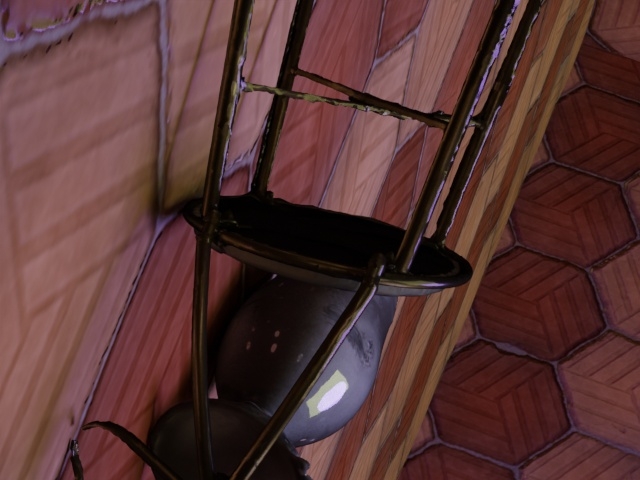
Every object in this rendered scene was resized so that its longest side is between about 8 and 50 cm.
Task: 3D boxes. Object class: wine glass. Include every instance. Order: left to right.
[{"bbox_3d":[-0.017,0.080,0.968,0.222,0.103,0.103,-56,163,-55],"label":"wine glass"}]

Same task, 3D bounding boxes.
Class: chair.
[{"bbox_3d":[0.000,0.000,0.771,0.170,0.160,0.325,-25,130,-75],"label":"chair"}]
